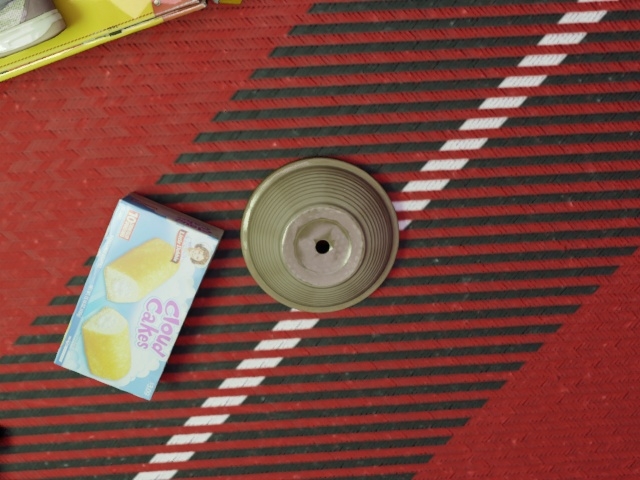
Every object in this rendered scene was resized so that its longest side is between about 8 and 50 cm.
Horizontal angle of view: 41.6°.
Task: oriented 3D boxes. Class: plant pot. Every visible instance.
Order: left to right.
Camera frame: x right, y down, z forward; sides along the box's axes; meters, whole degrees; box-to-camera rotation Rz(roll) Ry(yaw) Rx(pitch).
[{"bbox_3d":[0.000,0.000,1.223,0.238,0.110,0.237,0,102,-2],"label":"plant pot"}]

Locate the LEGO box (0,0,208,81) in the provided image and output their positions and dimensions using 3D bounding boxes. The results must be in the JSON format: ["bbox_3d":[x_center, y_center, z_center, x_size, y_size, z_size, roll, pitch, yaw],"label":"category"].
[{"bbox_3d":[-0.439,-0.397,1.055,0.501,0.193,0.372,-19,112,1],"label":"LEGO box"}]

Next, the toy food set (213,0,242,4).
[{"bbox_3d":[-0.152,-0.434,1.110,0.105,0.111,0.232,2,89,-9],"label":"toy food set"}]

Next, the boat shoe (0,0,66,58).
[{"bbox_3d":[-0.440,-0.234,0.963,0.285,0.103,0.092,-19,108,-3],"label":"boat shoe"}]

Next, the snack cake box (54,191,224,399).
[{"bbox_3d":[-0.263,0.080,1.237,0.152,0.089,0.264,23,99,-6],"label":"snack cake box"}]
